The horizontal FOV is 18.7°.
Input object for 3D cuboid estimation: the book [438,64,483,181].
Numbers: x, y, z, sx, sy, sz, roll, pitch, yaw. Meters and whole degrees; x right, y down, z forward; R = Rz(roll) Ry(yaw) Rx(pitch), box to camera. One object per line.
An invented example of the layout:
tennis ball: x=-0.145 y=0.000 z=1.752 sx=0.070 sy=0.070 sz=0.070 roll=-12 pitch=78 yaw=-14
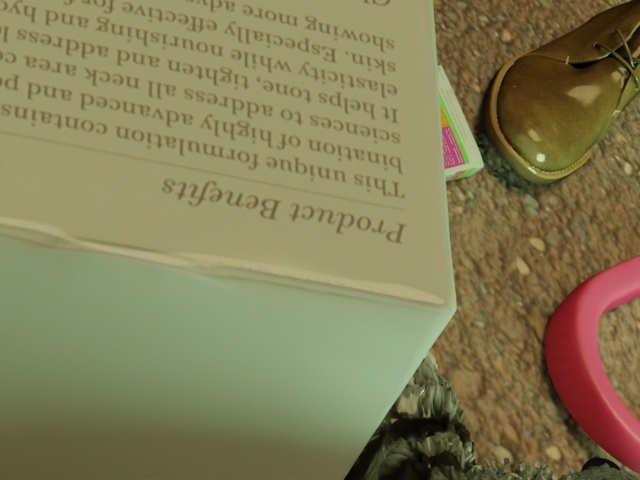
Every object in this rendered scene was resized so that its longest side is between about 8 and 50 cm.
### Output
book: x=0.063 y=-0.087 z=1.587 sx=0.144 sy=0.035 sz=0.096 roll=-14 pitch=72 yaw=-45

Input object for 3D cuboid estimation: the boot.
boot: x=0.245 y=-0.153 z=1.733 sx=0.112 sy=0.115 sz=0.305 roll=49 pitch=42 yaw=-1

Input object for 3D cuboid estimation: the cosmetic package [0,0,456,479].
cosmetic package: x=-0.139 y=-0.055 z=1.113 sx=0.329 sy=0.327 sz=0.394 roll=11 pitch=51 yaw=-15

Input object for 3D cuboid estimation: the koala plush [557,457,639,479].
koala plush: x=0.223 y=0.231 z=1.368 sx=0.221 sy=0.196 sz=0.203 roll=22 pitch=57 yaw=-32

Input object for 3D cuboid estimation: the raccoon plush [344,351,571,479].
raccoon plush: x=0.182 y=0.230 z=1.166 sx=0.299 sy=0.216 sz=0.446 roll=25 pitch=39 yaw=-23

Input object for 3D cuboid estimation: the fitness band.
fitness band: x=0.304 y=0.108 z=1.629 sx=0.291 sy=0.054 sz=0.209 roll=-18 pitch=72 yaw=-48
